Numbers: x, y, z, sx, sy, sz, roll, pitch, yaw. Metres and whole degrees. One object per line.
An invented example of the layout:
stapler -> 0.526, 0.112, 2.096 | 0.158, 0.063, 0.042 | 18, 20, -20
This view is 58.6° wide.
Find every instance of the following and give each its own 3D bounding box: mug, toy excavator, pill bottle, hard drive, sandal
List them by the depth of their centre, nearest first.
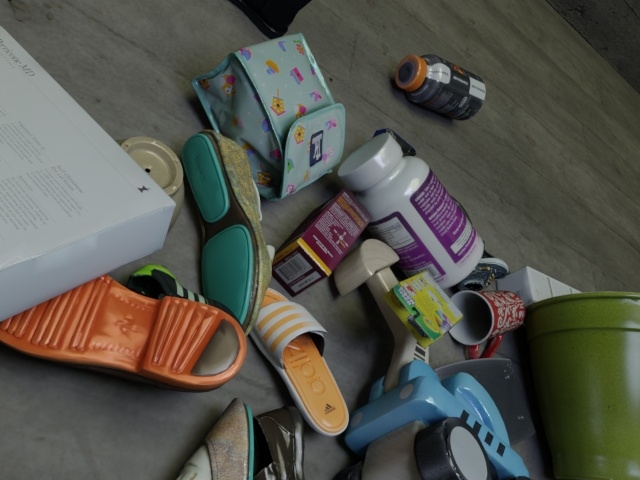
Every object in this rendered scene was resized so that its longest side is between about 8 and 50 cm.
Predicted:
sandal -> -0.024, 0.166, 0.879 | 0.101, 0.076, 0.265 | -18, 65, -43
toy excavator -> 0.161, 0.255, 0.955 | 0.433, 0.222, 0.445 | 43, 31, -12
pill bottle -> 0.172, -0.055, 1.116 | 0.302, 0.169, 0.169 | 50, 43, -19
hard drive -> 0.311, 0.323, 1.119 | 0.254, 0.054, 0.172 | 4, 63, -40
mug -> 0.353, 0.173, 1.231 | 0.169, 0.150, 0.113 | -1, 30, -46
pill bottle -> 0.311, -0.408, 1.501 | 0.245, 0.130, 0.131 | 9, 60, -37

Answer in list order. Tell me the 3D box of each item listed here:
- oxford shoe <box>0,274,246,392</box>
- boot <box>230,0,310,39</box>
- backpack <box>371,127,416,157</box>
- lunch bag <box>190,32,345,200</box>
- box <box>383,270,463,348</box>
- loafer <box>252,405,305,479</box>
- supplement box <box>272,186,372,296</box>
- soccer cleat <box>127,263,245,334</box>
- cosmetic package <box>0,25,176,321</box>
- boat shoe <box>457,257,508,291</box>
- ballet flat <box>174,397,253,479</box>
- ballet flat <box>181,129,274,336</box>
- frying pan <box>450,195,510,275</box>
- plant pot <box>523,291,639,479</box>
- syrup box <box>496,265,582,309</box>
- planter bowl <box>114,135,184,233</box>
oxford shoe -> -0.278, 0.111, 0.700 | 0.363, 0.133, 0.130 | 23, 58, -6
boot -> -0.111, -0.568, 1.176 | 0.246, 0.207, 0.094 | 43, 45, -12
backpack -> 0.131, -0.162, 1.224 | 0.098, 0.101, 0.120 | 32, 80, -18
lunch bag -> -0.072, -0.220, 1.042 | 0.223, 0.160, 0.262 | -40, 105, -50
box -> 0.166, 0.109, 0.920 | 0.105, 0.043, 0.179 | 52, 21, 14
loafer -> -0.065, 0.338, 0.778 | 0.078, 0.080, 0.220 | 10, 54, -26
supplement box -> 0.000, 0.000, 1.006 | 0.081, 0.104, 0.188 | 48, 44, -8
soccer cleat -> -0.187, 0.096, 0.787 | 0.178, 0.060, 0.072 | 33, 17, 8
cosmetic package -> -0.398, -0.091, 0.645 | 0.377, 0.097, 0.284 | 44, 43, 15
boat shoe -> 0.365, 0.087, 1.294 | 0.183, 0.065, 0.083 | 8, 48, -29
ballet flat -> -0.137, 0.347, 0.687 | 0.106, 0.107, 0.316 | 9, 58, -22
ballet flat -> -0.131, -0.014, 0.903 | 0.123, 0.123, 0.349 | 1, 65, -40
frying pan -> 0.333, 0.008, 1.337 | 0.326, 0.053, 0.197 | 47, 45, -4
plant pot -> 0.616, 0.335, 1.198 | 0.366, 0.366, 0.353 | 22, 64, -30
syrup box -> 0.547, 0.153, 1.396 | 0.236, 0.093, 0.096 | 23, 52, -30
planter bowl -> -0.264, -0.082, 0.824 | 0.162, 0.109, 0.162 | 21, 53, -31
